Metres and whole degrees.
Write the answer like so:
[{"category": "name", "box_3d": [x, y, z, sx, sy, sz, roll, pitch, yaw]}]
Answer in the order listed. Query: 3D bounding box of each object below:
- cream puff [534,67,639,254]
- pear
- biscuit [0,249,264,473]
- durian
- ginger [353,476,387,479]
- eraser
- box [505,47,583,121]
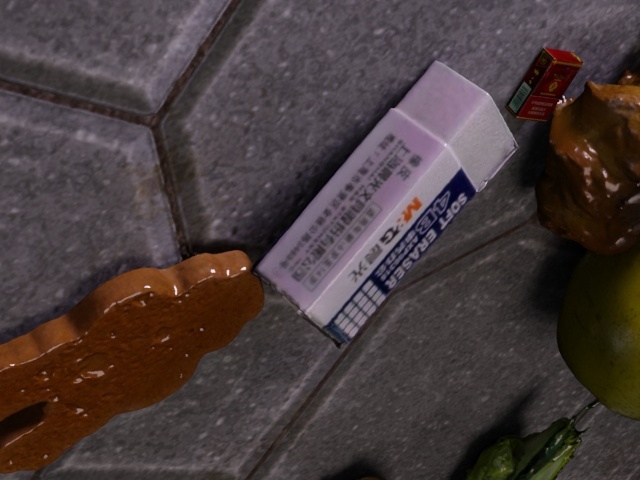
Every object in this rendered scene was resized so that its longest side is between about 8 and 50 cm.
[{"category": "cream puff", "box_3d": [0.354, -0.090, 1.685, 0.241, 0.155, 0.269, -33, 147, -6]}, {"category": "pear", "box_3d": [0.438, 0.096, 1.876, 0.294, 0.294, 0.294, -24, 143, -20]}, {"category": "biscuit", "box_3d": [-0.210, 0.113, 1.509, 0.334, 0.047, 0.202, -30, 146, -9]}, {"category": "durian", "box_3d": [0.275, 0.343, 2.146, 0.132, 0.106, 0.375, 2, 130, -40]}, {"category": "ginger", "box_3d": [0.078, 0.357, 2.009, 0.115, 0.081, 0.205, -42, 144, 18]}, {"category": "eraser", "box_3d": [0.069, -0.034, 1.523, 0.287, 0.086, 0.130, -49, 147, -4]}, {"category": "box", "box_3d": [0.242, -0.168, 1.611, 0.051, 0.023, 0.082, 0, 130, -43]}]
